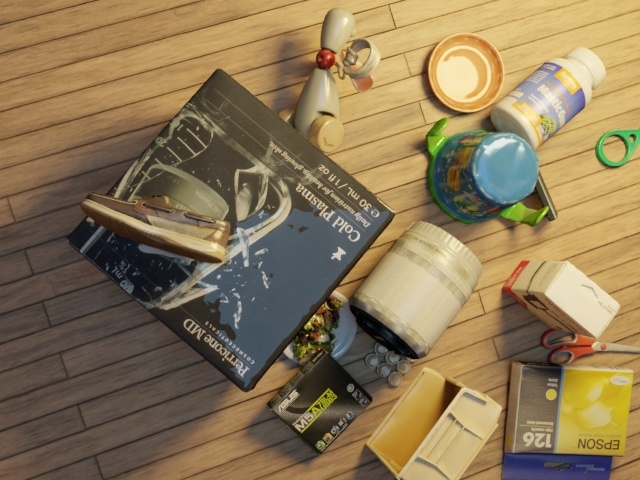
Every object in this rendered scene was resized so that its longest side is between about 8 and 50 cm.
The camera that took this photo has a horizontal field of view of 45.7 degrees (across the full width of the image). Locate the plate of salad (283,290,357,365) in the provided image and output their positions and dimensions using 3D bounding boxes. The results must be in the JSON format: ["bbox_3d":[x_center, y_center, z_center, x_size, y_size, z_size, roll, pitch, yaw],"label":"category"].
[{"bbox_3d":[-0.007,0.210,1.802,0.200,0.048,0.199,-3,104,-11],"label":"plate of salad"}]

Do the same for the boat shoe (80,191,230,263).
[{"bbox_3d":[-0.307,-0.039,1.436,0.285,0.103,0.092,19,71,3],"label":"boat shoe"}]

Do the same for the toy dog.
[{"bbox_3d":[0.033,-0.349,1.770,0.220,0.161,0.333,49,115,30],"label":"toy dog"}]

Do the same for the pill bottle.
[{"bbox_3d":[0.567,-0.353,1.874,0.272,0.152,0.152,-41,96,-7],"label":"pill bottle"}]

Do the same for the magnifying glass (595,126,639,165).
[{"bbox_3d":[0.821,-0.272,1.986,0.231,0.026,0.092,-30,94,-7],"label":"magnifying glass"}]

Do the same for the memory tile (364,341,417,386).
[{"bbox_3d":[0.187,0.273,1.871,0.113,0.012,0.148,38,84,-8],"label":"memory tile"}]

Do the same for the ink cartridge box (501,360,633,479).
[{"bbox_3d":[0.622,0.465,1.913,0.304,0.072,0.307,4,90,-10],"label":"ink cartridge box"}]

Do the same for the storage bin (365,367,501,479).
[{"bbox_3d":[0.259,0.437,1.756,0.123,0.262,0.260,39,83,-9],"label":"storage bin"}]

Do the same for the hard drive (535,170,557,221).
[{"bbox_3d":[0.558,-0.119,1.903,0.022,0.094,0.135,-23,94,21],"label":"hard drive"}]

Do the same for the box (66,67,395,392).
[{"bbox_3d":[-0.179,-0.014,1.631,0.480,0.297,0.471,39,85,3],"label":"box"}]

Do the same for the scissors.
[{"bbox_3d":[0.713,0.264,1.961,0.297,0.021,0.108,-8,89,-9],"label":"scissors"}]

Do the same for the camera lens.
[{"bbox_3d":[0.219,0.121,1.769,0.219,0.219,0.274,41,79,-8],"label":"camera lens"}]

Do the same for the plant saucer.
[{"bbox_3d":[0.360,-0.417,1.896,0.200,0.037,0.199,0,89,-9],"label":"plant saucer"}]

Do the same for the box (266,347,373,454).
[{"bbox_3d":[0.000,0.382,1.799,0.191,0.045,0.184,-44,114,-7],"label":"box"}]

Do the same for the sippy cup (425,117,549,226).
[{"bbox_3d":[0.399,-0.161,1.806,0.306,0.224,0.240,4,88,-10],"label":"sippy cup"}]

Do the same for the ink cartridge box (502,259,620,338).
[{"bbox_3d":[0.573,0.136,1.827,0.172,0.237,0.100,39,83,-8],"label":"ink cartridge box"}]
